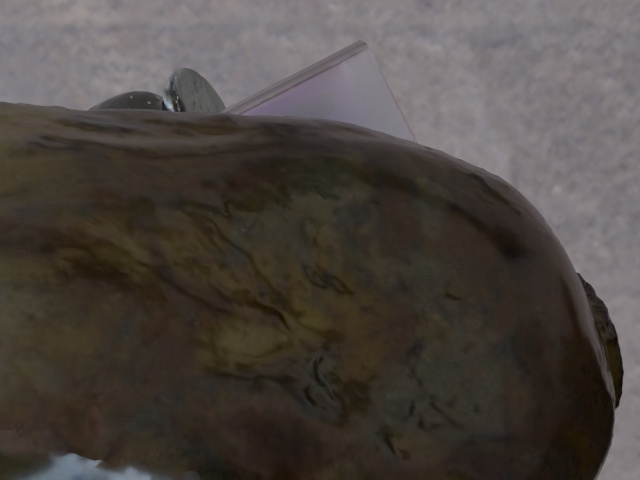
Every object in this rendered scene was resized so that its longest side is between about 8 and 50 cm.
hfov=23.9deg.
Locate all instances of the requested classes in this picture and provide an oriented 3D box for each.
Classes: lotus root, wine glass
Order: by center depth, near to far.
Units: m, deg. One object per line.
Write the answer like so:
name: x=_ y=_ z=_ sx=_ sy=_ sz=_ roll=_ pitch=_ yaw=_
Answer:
lotus root: x=-0.030 y=0.065 z=0.683 sx=0.346 sy=0.251 sz=0.250 roll=0 pitch=162 yaw=-30
wine glass: x=-0.180 y=-0.073 z=1.373 sx=0.204 sy=0.111 sz=0.111 roll=-27 pitch=116 yaw=22

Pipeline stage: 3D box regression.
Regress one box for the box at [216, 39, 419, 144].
box: x=0.000 y=0.000 z=1.176 sx=0.252 sy=0.203 sz=0.106 roll=62 pitch=-177 yaw=-9
